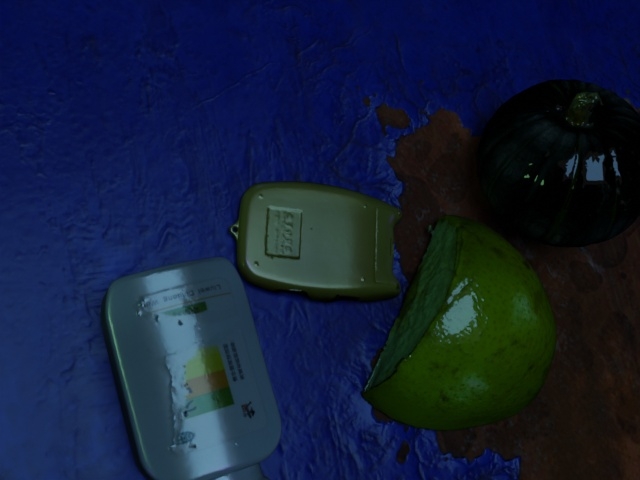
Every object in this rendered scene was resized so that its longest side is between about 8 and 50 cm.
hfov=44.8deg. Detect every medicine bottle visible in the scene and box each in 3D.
[{"bbox_3d":[-0.135,0.175,0.851,0.161,0.111,0.296,-11,81,-23],"label":"medicine bottle"}]

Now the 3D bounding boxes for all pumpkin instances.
[{"bbox_3d":[0.339,-0.117,1.063,0.250,0.216,0.249,1,46,-1],"label":"pumpkin"}]

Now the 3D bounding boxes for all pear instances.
[{"bbox_3d":[0.222,0.126,0.997,0.239,0.139,0.288,34,67,-18],"label":"pear"}]

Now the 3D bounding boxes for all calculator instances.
[{"bbox_3d":[0.000,0.000,0.994,0.237,0.033,0.157,7,74,-17],"label":"calculator"}]
